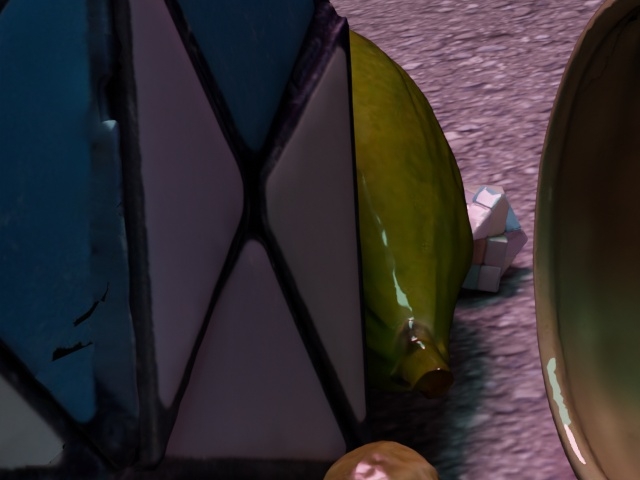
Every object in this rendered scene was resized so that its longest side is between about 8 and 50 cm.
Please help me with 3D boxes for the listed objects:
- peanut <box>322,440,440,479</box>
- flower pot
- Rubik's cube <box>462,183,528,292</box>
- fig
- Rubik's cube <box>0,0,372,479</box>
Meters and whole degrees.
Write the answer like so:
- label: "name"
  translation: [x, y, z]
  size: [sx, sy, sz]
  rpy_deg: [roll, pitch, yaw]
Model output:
- label: "peanut"
  translation: [0.018, 0.171, 0.874]
  size: [0.089, 0.089, 0.193]
  rpy_deg: [-1, 28, 25]
- label: "flower pot"
  translation: [0.263, 0.005, 0.901]
  size: [0.244, 0.307, 0.307]
  rpy_deg: [0, 19, -14]
- label: "Rubik's cube"
  translation: [0.105, -0.003, 1.268]
  size: [0.084, 0.075, 0.073]
  rpy_deg: [-8, 19, 5]
- label: "fig"
  translation: [-0.019, 0.005, 1.147]
  size: [0.233, 0.233, 0.314]
  rpy_deg: [-8, 47, 9]
- label: "Rubik's cube"
  translation: [-0.163, -0.010, 0.949]
  size: [0.307, 0.310, 0.305]
  rpy_deg: [-7, -11, 25]
